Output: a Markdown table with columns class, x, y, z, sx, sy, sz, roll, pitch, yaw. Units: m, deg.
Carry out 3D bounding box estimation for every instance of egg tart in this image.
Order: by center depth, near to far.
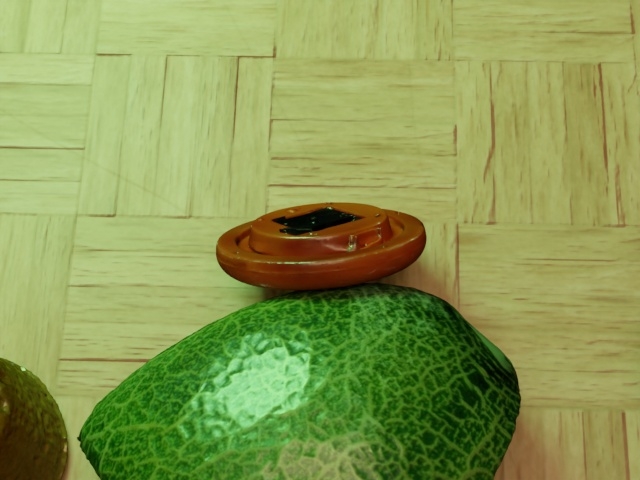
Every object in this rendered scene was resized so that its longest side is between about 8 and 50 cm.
| class | x | y | z | sx | sy | sz | roll | pitch | yaw |
| --- | --- | --- | --- | --- | --- | --- | --- | --- | --- |
| egg tart | -0.343 | 0.175 | 1.238 | 0.202 | 0.147 | 0.203 | 0 | 63 | 0 |

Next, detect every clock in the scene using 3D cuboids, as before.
| class | x | y | z | sx | sy | sz | roll | pitch | yaw |
| --- | --- | --- | --- | --- | --- | --- | --- | --- | --- |
| clock | 0.000 | 0.000 | 1.301 | 0.205 | 0.205 | 0.051 | -4 | 104 | -1 |

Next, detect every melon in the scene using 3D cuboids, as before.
| class | x | y | z | sx | sy | sz | roll | pitch | yaw |
| --- | --- | --- | --- | --- | --- | --- | --- | --- | --- |
| melon | 0.008 | 0.182 | 1.214 | 0.343 | 0.226 | 0.331 | -45 | 54 | -4 |
